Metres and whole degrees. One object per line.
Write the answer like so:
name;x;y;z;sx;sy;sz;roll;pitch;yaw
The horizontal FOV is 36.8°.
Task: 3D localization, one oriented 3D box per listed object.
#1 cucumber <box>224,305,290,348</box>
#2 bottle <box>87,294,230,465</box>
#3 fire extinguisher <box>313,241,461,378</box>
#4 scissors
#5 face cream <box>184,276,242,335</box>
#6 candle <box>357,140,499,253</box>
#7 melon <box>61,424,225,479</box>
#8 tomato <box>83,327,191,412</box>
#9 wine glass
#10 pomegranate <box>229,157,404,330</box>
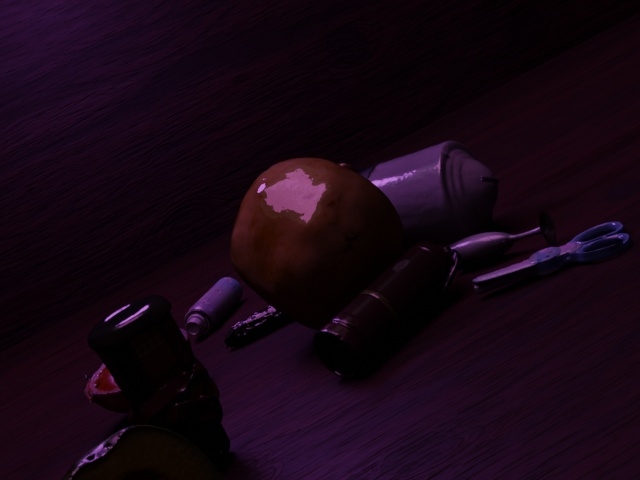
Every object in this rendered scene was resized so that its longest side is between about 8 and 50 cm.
cucumber;-0.123;0.175;2.019;0.181;0.053;0.053;-30;11;-2
bottle;-0.234;0.226;1.434;0.143;0.271;0.156;-34;14;-26
fire extinguisher;0.124;0.098;1.617;0.341;0.105;0.141;-39;17;-36
scissors;0.368;0.033;1.543;0.256;0.030;0.125;-22;12;12
face cream;-0.262;0.163;2.321;0.075;0.075;0.229;-22;12;24
candle;0.219;-0.076;1.933;0.343;0.221;0.221;-15;15;33
melon;-0.271;0.343;1.257;0.129;0.169;0.265;-17;13;47
tomato;-0.341;0.277;1.887;0.228;0.112;0.199;-25;18;6
wine glass;0.319;0.007;1.711;0.198;0.066;0.066;-21;13;37
pomegranate;0.000;0.000;1.767;0.333;0.332;0.332;-26;11;5
